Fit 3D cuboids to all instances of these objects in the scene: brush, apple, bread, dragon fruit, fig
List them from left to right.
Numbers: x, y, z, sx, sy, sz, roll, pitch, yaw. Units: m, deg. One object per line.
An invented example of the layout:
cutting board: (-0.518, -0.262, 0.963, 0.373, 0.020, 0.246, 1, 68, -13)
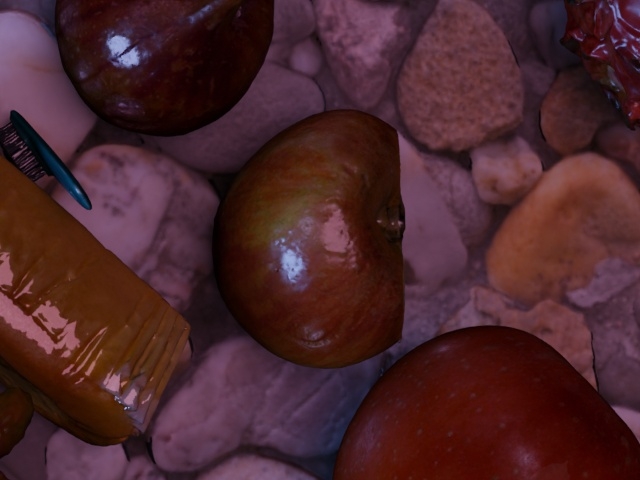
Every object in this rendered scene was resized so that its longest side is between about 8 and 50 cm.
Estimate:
bread: (-0.229, 0.023, 1.302, 0.288, 0.152, 0.119, 42, 68, -12)
brush: (-0.204, -0.053, 1.302, 0.032, 0.193, 0.043, -35, 118, -6)
fig: (-0.103, -0.166, 1.334, 0.175, 0.207, 0.175, 0, 91, -25)
apple: (0.000, 0.000, 1.372, 0.160, 0.173, 0.195, -1, 82, -22)
apple: (0.135, 0.199, 1.366, 0.216, 0.260, 0.260, -38, 98, -1)
dragon fruit: (0.317, -0.197, 1.477, 0.252, 0.241, 0.241, -5, 87, -7)

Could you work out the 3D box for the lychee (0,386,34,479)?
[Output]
lychee: (-0.317, 0.156, 1.207, 0.300, 0.255, 0.255, -8, 87, 18)
